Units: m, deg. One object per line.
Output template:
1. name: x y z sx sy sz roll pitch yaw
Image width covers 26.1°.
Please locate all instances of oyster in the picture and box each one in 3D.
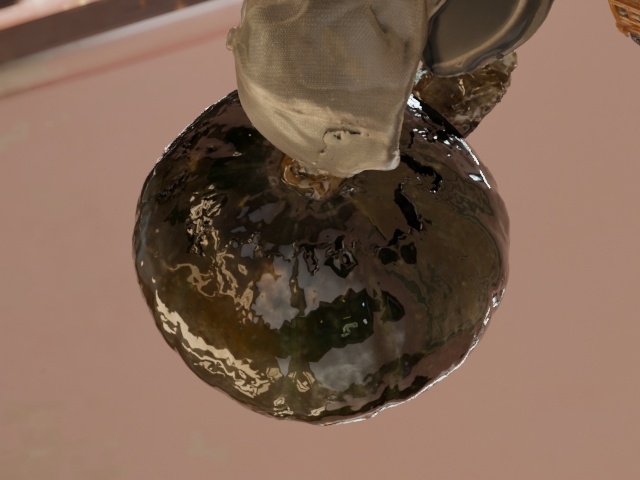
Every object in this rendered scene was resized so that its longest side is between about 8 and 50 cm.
1. oyster: 0.164 -0.219 1.855 0.111 0.396 0.204 35 54 -16

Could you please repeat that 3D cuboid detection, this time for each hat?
1. hat: 0.048 -0.175 0.921 0.161 0.275 0.232 34 12 -18

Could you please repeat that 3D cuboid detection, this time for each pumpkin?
1. pumpkin: 0.000 0.000 1.655 0.344 0.454 0.454 88 -7 -50

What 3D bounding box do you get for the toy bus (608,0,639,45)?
1. toy bus: 0.353 -0.191 1.205 0.194 0.083 0.088 29 -1 30
